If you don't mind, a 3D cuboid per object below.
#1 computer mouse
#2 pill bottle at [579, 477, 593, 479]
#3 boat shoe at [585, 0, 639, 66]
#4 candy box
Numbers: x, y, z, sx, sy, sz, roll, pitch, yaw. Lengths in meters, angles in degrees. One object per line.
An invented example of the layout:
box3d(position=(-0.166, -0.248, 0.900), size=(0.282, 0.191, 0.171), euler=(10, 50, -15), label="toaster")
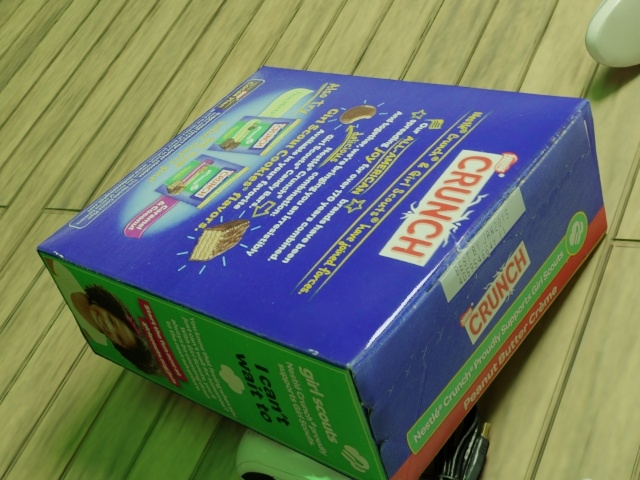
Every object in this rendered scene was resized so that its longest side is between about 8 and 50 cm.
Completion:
box3d(position=(0.015, 0.142, 0.658), size=(0.193, 0.042, 0.106), euler=(0, 52, 33), label="computer mouse")
box3d(position=(0.115, 0.187, 0.528), size=(0.120, 0.067, 0.067), euler=(-36, 40, -1), label="pill bottle")
box3d(position=(0.271, -0.208, 0.811), size=(0.184, 0.066, 0.063), euler=(-46, 31, -12), label="boat shoe")
box3d(position=(0.000, 0.000, 0.715), size=(0.317, 0.122, 0.268), euler=(15, 48, 43), label="candy box")
